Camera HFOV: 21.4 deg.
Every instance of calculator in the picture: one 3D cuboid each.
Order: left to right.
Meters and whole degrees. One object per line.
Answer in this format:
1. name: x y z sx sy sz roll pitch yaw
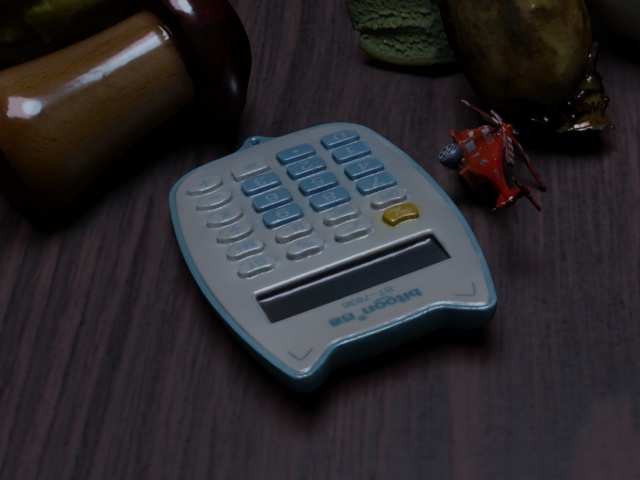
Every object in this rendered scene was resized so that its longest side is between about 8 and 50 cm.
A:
1. calculator: 0.000 0.000 1.619 0.256 0.054 0.386 -20 40 -12

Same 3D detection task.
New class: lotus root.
1. lotus root: 0.191 -0.239 1.713 0.141 0.314 0.169 -22 2 14

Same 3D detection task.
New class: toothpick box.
1. toothpick box: -0.212 -0.157 1.744 0.294 0.192 0.192 -34 46 -19

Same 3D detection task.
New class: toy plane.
1. toy plane: 0.170 -0.064 1.634 0.077 0.126 0.194 -41 42 12

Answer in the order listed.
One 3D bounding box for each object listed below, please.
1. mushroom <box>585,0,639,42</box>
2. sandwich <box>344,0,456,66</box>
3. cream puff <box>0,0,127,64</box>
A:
1. mushroom: 0.413 -0.363 1.766 0.314 0.314 0.336 16 56 27
2. sandwich: 0.157 -0.249 1.842 0.245 0.090 0.088 -15 24 -11
3. cream puff: -0.318 -0.324 1.926 0.257 0.291 0.324 -48 27 16
